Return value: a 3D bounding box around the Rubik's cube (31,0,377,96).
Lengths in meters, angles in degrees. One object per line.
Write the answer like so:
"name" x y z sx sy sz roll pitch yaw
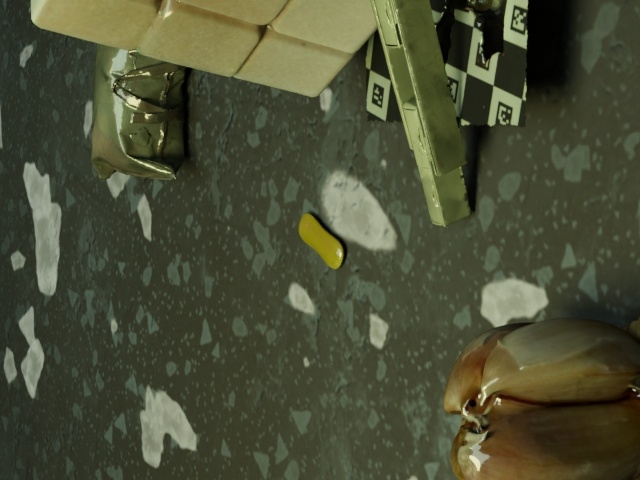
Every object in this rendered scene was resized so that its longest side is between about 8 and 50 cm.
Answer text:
"Rubik's cube" -0.076 -0.372 1.197 0.319 0.316 0.321 -45 43 45

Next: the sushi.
"sushi" 0.127 -0.205 1.190 0.279 0.043 0.192 13 106 62

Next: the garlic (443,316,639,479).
"garlic" 0.193 0.165 1.029 0.160 0.191 0.214 -162 60 -78

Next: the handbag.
"handbag" -0.232 -0.201 1.645 0.183 0.117 0.270 13 101 45

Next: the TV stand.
"TV stand" 0.095 -0.127 1.158 0.042 0.036 0.249 22 134 55

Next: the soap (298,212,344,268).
"soap" 0.000 0.000 1.406 0.089 0.012 0.034 44 126 45
